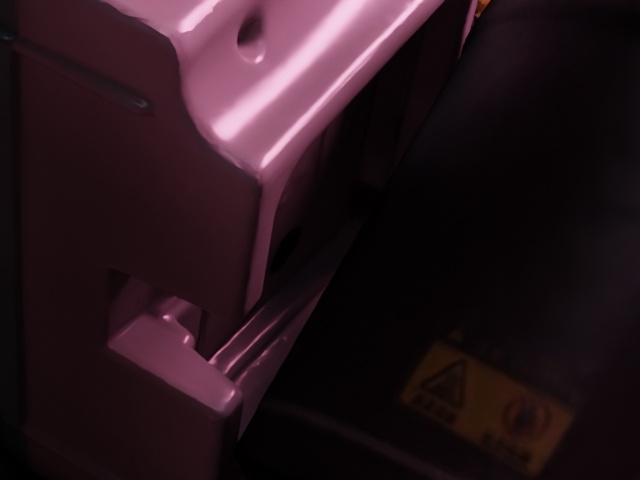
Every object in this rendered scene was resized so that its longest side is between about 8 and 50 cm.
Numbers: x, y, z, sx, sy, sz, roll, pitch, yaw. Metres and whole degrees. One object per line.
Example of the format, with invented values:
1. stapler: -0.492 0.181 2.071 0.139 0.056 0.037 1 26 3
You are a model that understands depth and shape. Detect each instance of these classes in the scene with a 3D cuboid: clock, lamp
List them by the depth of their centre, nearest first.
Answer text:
1. lamp: 0.100 0.045 0.488 0.205 0.374 0.272 27 58 11
2. clock: -0.020 -0.036 0.541 0.116 0.262 0.231 31 47 17

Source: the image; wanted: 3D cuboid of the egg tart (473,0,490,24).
1. egg tart: 0.205 -0.159 1.084 0.213 0.090 0.212 12 28 -7
